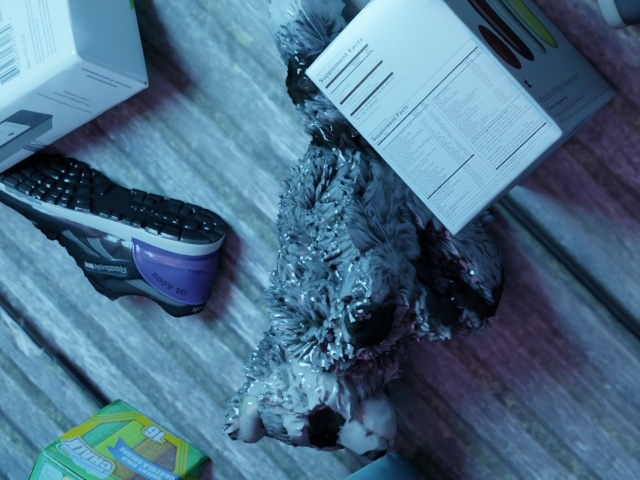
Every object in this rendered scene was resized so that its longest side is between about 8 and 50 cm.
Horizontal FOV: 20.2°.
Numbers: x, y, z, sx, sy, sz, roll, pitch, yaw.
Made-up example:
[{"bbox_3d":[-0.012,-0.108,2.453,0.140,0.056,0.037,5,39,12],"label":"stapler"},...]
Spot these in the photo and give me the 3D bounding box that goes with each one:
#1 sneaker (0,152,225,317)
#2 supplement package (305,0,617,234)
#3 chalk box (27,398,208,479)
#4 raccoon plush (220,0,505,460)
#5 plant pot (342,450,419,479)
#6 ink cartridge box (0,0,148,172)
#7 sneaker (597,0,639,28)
[{"bbox_3d":[-0.245,0.002,1.934,0.283,0.107,0.124,21,119,18],"label":"sneaker"},{"bbox_3d":[0.134,-0.146,1.660,0.203,0.194,0.149,48,118,4],"label":"supplement package"},{"bbox_3d":[-0.244,0.288,1.953,0.132,0.213,0.132,32,116,13],"label":"chalk box"},{"bbox_3d":[0.000,0.000,1.820,0.299,0.216,0.446,-35,60,42],"label":"raccoon plush"},{"bbox_3d":[0.024,0.375,1.799,0.290,0.290,0.195,-44,76,28],"label":"plant pot"},{"bbox_3d":[-0.327,-0.200,1.859,0.273,0.115,0.198,-26,64,29],"label":"ink cartridge box"},{"bbox_3d":[0.286,-0.310,1.614,0.118,0.083,0.222,-15,108,23],"label":"sneaker"}]
